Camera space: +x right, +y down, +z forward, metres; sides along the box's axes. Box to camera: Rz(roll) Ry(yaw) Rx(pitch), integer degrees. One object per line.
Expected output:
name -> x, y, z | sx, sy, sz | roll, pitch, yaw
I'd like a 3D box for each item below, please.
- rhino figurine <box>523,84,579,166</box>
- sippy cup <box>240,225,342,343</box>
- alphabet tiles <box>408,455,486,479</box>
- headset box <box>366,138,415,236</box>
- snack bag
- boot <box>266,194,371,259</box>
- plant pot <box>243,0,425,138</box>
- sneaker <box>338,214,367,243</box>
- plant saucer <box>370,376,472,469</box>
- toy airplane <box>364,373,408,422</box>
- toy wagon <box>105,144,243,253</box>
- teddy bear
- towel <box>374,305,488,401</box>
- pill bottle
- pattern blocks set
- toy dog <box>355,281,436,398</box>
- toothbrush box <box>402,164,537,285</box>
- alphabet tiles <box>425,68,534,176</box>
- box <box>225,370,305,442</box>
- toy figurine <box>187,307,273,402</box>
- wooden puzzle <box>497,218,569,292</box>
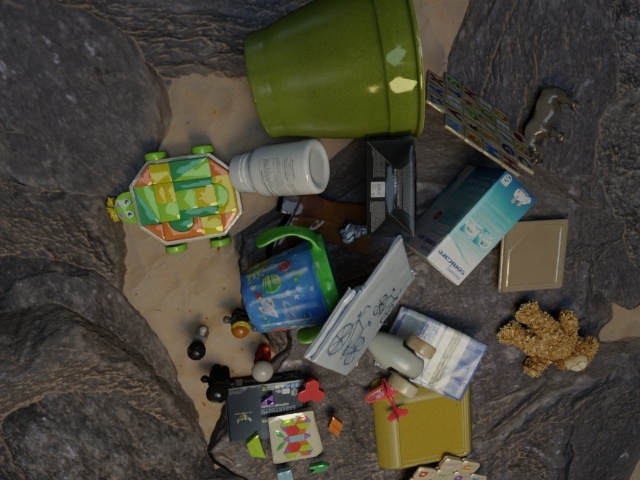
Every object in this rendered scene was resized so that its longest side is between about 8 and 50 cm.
rhino figurine -> 0.632, -0.319, 1.198 | 0.107, 0.073, 0.243 | 17, 101, -16
sippy cup -> -0.070, 0.121, 1.053 | 0.224, 0.240, 0.305 | -17, 87, 2
alphabet tiles -> 0.400, 0.813, 1.401 | 0.278, 0.021, 0.284 | 16, 115, -19
headset box -> 0.187, -0.126, 1.070 | 0.110, 0.293, 0.217 | 0, 94, 13
snack bag -> 0.113, 0.165, 1.014 | 0.037, 0.323, 0.342 | 32, 81, 27
boot -> 0.000, 0.000, 1.187 | 0.281, 0.096, 0.263 | 12, 93, -18
plant pot -> 0.024, -0.387, 0.977 | 0.354, 0.366, 0.366 | -10, 104, 7
sneaker -> 0.093, -0.042, 1.140 | 0.098, 0.038, 0.069 | -33, 110, -11
plant saucer -> 0.343, 0.583, 1.354 | 0.333, 0.081, 0.332 | -8, 103, -6
toy airplane -> 0.213, 0.474, 1.270 | 0.151, 0.151, 0.028 | -45, 140, 3
toy wagon -> -0.382, -0.099, 1.100 | 0.345, 0.068, 0.267 | -10, 103, -6
teddy bear -> 0.725, 0.321, 1.336 | 0.245, 0.113, 0.338 | -42, 105, 5
towel -> 0.329, 0.342, 1.279 | 0.285, 0.034, 0.209 | 23, 99, 6
pill bottle -> -0.105, -0.174, 1.050 | 0.230, 0.131, 0.131 | 0, 105, 26
pattern blocks set -> -0.075, 0.581, 1.260 | 0.286, 0.026, 0.324 | -21, 109, -2
toy dog -> 0.173, 0.296, 1.219 | 0.220, 0.161, 0.333 | -37, 71, -3
toothbrush box -> 0.385, -0.051, 1.148 | 0.126, 0.216, 0.295 | 39, 96, -15
alphabet tiles -> 0.409, -0.307, 1.086 | 0.343, 0.285, 0.011 | 29, 135, -13
box -> -0.164, 0.497, 1.270 | 0.233, 0.059, 0.183 | -3, 104, -8
toy figurine -> -0.250, 0.315, 1.170 | 0.213, 0.148, 0.209 | -22, 105, -2
wooden puzzle -> 0.649, 0.045, 1.301 | 0.239, 0.044, 0.220 | -4, 103, -12
